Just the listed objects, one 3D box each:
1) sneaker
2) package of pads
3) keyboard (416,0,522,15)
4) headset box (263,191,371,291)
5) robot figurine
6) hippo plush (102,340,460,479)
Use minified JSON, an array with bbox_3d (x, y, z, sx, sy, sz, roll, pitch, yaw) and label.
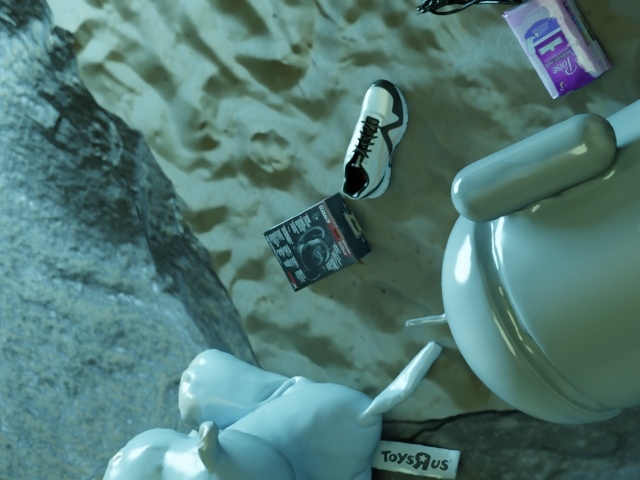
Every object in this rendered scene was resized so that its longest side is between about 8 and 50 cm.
[{"bbox_3d":[0.044,-0.082,1.314,0.040,0.044,0.109,19,114,25],"label":"sneaker"},{"bbox_3d":[0.184,-0.156,1.215,0.050,0.032,0.083,-30,91,36],"label":"package of pads"},{"bbox_3d":[0.106,-0.225,1.244,0.192,0.038,0.100,-5,81,32],"label":"keyboard"},{"bbox_3d":[0.000,0.000,1.374,0.083,0.032,0.062,-28,92,33],"label":"headset box"},{"bbox_3d":[0.233,0.011,1.143,0.300,0.199,0.353,37,130,-28],"label":"robot figurine"},{"bbox_3d":[-0.055,0.235,1.364,0.294,0.236,0.234,-2,105,30],"label":"hippo plush"}]
